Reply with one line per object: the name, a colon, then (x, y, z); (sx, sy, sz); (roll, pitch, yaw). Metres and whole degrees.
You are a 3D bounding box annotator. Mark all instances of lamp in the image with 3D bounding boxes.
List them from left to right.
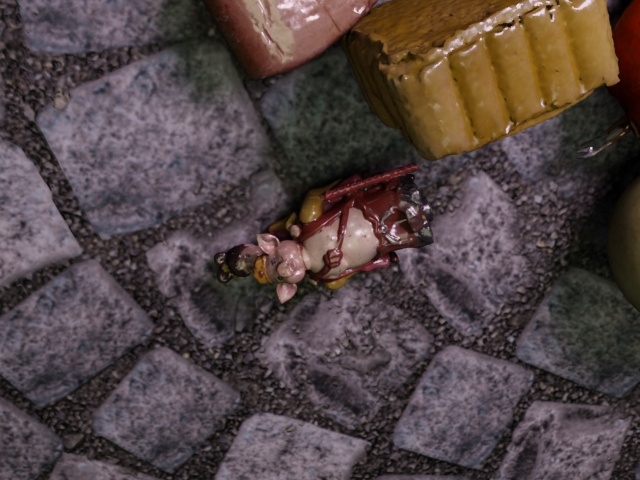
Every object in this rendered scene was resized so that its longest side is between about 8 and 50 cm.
lamp: (0.000, 0.000, 1.025); (0.253, 0.118, 0.118); (-18, 116, -2)

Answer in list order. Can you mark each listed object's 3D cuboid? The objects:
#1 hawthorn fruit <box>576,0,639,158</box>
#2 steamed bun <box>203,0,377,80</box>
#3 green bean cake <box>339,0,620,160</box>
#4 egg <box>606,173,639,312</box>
hawthorn fruit: (0.394, -0.179, 0.966); (0.211, 0.211, 0.299); (34, 115, -22)
steamed bun: (-0.033, -0.258, 0.910); (0.175, 0.106, 0.145); (-36, 110, -8)
green bean cake: (0.154, -0.185, 0.906); (0.229, 0.224, 0.131); (-24, 116, -2)
egg: (0.471, 0.011, 1.051); (0.295, 0.218, 0.218); (12, 112, -25)
